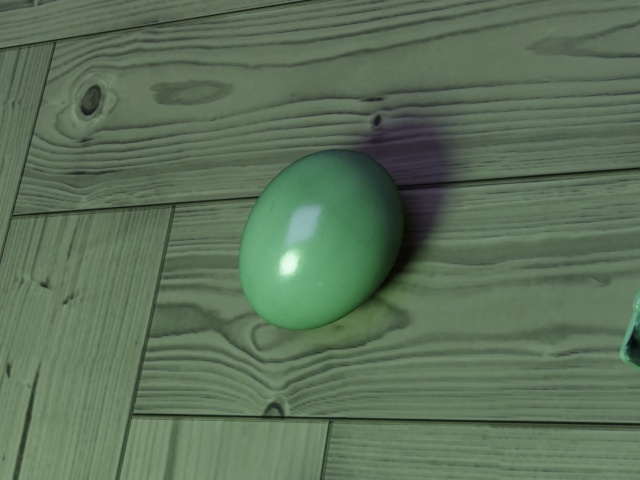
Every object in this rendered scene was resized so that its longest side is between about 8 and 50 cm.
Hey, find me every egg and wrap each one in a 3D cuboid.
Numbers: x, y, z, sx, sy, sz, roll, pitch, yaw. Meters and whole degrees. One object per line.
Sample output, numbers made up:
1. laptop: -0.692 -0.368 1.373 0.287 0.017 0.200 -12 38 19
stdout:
1. egg: 0.000 0.000 1.343 0.149 0.149 0.192 29 87 37

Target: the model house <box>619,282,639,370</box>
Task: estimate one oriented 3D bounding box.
1. model house: 0.364 0.019 1.076 0.198 0.215 0.224 21 79 4
